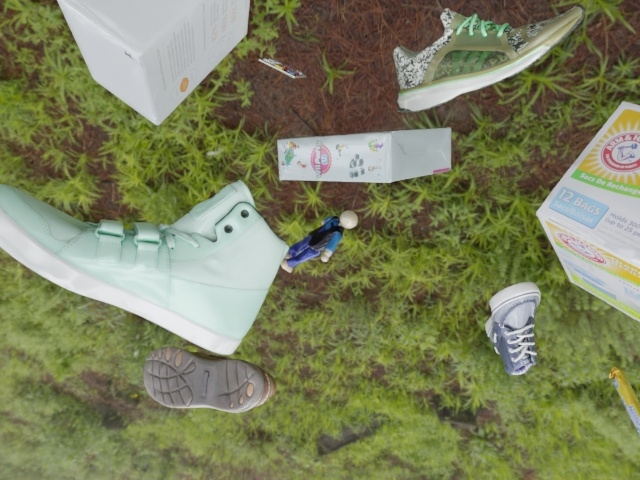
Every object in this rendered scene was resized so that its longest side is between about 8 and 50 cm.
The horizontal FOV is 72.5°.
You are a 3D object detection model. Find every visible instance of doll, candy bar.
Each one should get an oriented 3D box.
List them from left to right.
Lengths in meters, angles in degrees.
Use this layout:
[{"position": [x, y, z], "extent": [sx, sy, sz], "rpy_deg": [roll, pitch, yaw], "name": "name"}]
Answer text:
[{"position": [0.000, 0.000, 0.915], "extent": [0.189, 0.129, 0.046], "rpy_deg": [-33, 122, 19], "name": "doll"}, {"position": [0.439, 0.253, 0.597], "extent": [0.018, 0.161, 0.040], "rpy_deg": [-18, 140, 16], "name": "candy bar"}]

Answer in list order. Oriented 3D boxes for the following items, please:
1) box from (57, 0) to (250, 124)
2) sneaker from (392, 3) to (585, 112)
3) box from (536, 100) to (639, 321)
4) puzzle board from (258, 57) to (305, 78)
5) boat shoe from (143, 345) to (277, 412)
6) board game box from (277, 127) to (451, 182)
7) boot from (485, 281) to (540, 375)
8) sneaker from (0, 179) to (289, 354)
[{"position": [-0.158, -0.233, 0.454], "extent": [0.091, 0.170, 0.130], "rpy_deg": [36, 161, -3], "name": "box"}, {"position": [0.323, -0.418, 0.931], "extent": [0.411, 0.158, 0.182], "rpy_deg": [-15, 109, 34], "name": "sneaker"}, {"position": [0.274, -0.002, 0.357], "extent": [0.103, 0.114, 0.203], "rpy_deg": [-54, 140, 5], "name": "box"}, {"position": [-0.092, -0.433, 1.092], "extent": [0.097, 0.128, 0.011], "rpy_deg": [27, 113, 0], "name": "puzzle board"}, {"position": [-0.238, 0.297, 0.920], "extent": [0.325, 0.123, 0.116], "rpy_deg": [3, 165, 29], "name": "boat shoe"}, {"position": [0.090, -0.183, 0.939], "extent": [0.304, 0.097, 0.224], "rpy_deg": [9, -163, 43], "name": "board game box"}, {"position": [0.285, 0.131, 0.622], "extent": [0.069, 0.086, 0.190], "rpy_deg": [-17, 148, 7], "name": "boot"}, {"position": [-0.147, -0.013, 0.394], "extent": [0.256, 0.151, 0.094], "rpy_deg": [35, 174, -32], "name": "sneaker"}]
